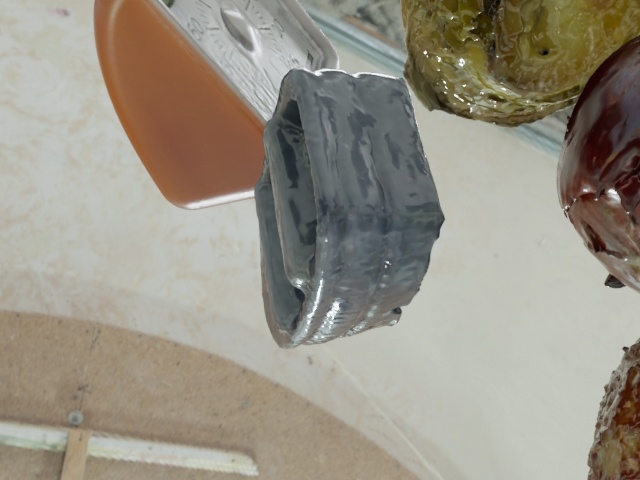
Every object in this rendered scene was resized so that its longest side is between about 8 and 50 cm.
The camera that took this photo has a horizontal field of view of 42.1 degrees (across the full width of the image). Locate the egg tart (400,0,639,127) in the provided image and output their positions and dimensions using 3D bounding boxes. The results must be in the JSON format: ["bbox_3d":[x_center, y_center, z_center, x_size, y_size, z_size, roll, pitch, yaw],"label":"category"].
[{"bbox_3d":[0.255,-0.262,0.937,0.341,0.341,0.129,4,-147,-24],"label":"egg tart"}]

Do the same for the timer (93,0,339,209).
[{"bbox_3d":[-0.106,-0.193,0.791,0.257,0.161,0.250,-82,-28,-49],"label":"timer"}]

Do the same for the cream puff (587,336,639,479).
[{"bbox_3d":[0.262,0.123,0.496,0.164,0.240,0.240,34,-134,-10],"label":"cream puff"}]

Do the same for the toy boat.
[{"bbox_3d":[0.000,0.000,0.530,0.078,0.283,0.127,-10,-110,-11],"label":"toy boat"}]

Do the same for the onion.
[{"bbox_3d":[0.344,-0.063,0.720,0.276,0.276,0.276,14,-131,-17],"label":"onion"}]
